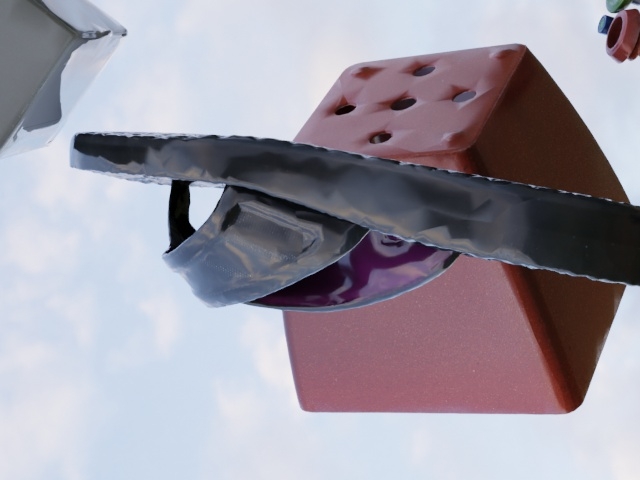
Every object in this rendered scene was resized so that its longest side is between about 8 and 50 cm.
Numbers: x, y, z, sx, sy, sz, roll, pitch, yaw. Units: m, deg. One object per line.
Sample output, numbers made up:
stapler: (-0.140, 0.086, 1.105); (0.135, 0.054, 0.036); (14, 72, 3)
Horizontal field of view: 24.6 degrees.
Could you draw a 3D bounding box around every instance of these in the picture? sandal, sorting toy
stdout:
sandal: (-0.001, 0.000, 0.854); (0.167, 0.446, 0.107); (7, -86, -46)
sorting toy: (0.272, -0.194, 1.273); (0.042, 0.061, 0.102); (14, -116, -12)

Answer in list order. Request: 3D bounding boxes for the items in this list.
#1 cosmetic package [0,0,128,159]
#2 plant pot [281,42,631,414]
cosmetic package: (-0.246, -0.157, 0.884); (0.238, 0.107, 0.127); (40, -169, 2)
plant pot: (0.107, -0.022, 1.292); (0.267, 0.267, 0.236); (-57, -44, -47)
